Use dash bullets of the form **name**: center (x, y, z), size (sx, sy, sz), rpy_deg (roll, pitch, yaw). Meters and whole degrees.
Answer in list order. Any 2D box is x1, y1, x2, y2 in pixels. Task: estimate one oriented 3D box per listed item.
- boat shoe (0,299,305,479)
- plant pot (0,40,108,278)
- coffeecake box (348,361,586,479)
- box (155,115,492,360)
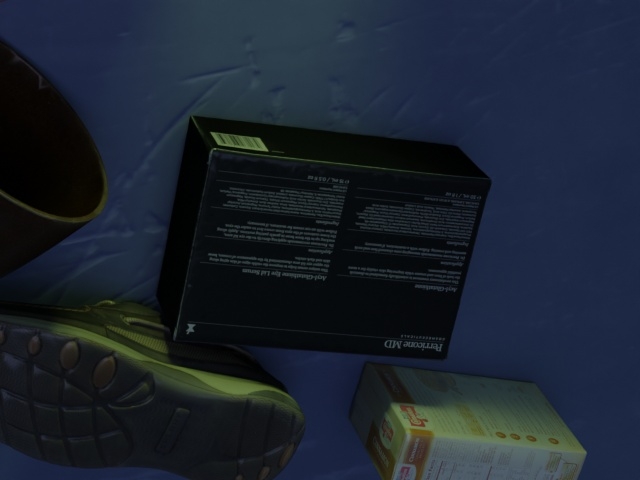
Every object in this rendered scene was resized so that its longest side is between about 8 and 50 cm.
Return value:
- **boat shoe**: center (-0.185, 0.126, 1.572), size (0.355, 0.130, 0.132), rpy_deg (22, 110, -29)
- **plant pot**: center (-0.330, -0.029, 1.432), size (0.230, 0.215, 0.215), rpy_deg (-41, 119, 20)
- **coffeecake box**: center (0.138, 0.186, 1.679), size (0.185, 0.142, 0.068), rpy_deg (9, 111, -18)
- **box**: center (0.000, 0.000, 1.579), size (0.261, 0.103, 0.184), rpy_deg (6, 109, -18)
